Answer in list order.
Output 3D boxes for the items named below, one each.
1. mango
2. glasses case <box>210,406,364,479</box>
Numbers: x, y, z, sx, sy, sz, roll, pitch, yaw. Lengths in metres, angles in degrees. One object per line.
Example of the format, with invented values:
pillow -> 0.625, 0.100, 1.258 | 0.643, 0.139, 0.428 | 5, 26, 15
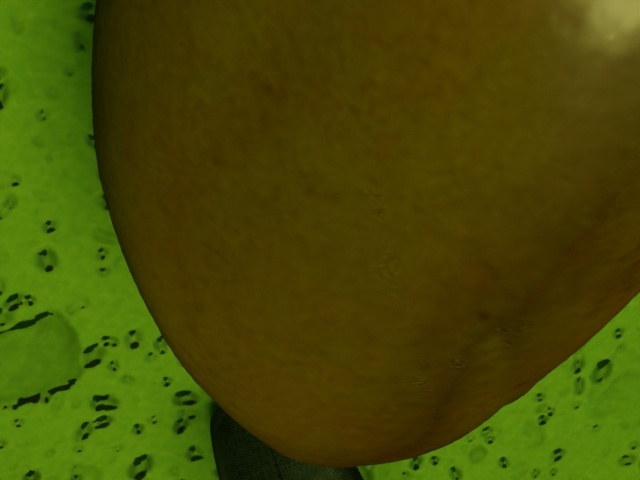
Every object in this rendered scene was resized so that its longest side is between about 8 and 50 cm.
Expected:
mango -> 0.051, -0.092, 0.824 | 0.300, 0.232, 0.446 | 31, 124, 10
glasses case -> 0.027, 0.225, 1.121 | 0.074, 0.131, 0.323 | -25, 128, 1
